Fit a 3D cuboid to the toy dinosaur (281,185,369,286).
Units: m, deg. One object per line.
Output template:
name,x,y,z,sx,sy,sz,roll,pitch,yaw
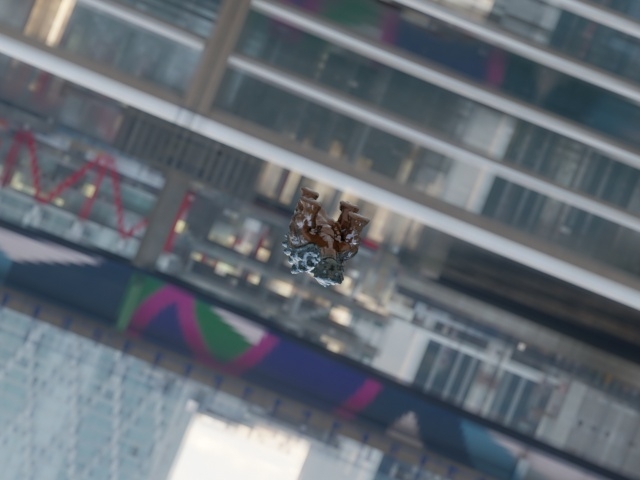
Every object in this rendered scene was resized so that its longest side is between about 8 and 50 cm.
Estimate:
toy dinosaur,0.000,0.000,1.006,0.049,0.055,0.154,22,-168,-9
